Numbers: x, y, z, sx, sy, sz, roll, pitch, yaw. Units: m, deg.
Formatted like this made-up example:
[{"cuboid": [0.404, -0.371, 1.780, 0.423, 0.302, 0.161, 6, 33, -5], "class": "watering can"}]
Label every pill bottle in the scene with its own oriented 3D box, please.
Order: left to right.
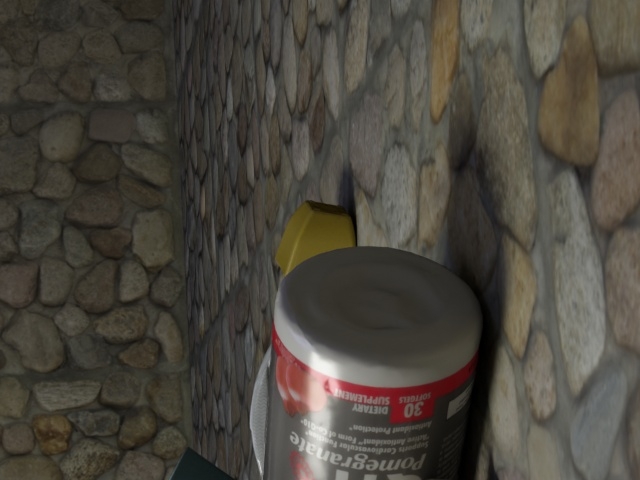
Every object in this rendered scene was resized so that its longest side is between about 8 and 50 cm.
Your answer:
[{"cuboid": [0.037, 0.180, 1.381, 0.176, 0.176, 0.318, -107, 18, -55], "class": "pill bottle"}]

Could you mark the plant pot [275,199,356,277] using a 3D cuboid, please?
[{"cuboid": [0.000, 0.000, 1.837, 0.081, 0.081, 0.083, -124, 46, -71], "class": "plant pot"}]

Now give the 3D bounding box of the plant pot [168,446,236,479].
[{"cuboid": [-0.131, 0.455, 1.911, 0.247, 0.252, 0.247, -61, 2, 24], "class": "plant pot"}]

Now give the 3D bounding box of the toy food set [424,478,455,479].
[{"cuboid": [0.119, 0.340, 1.191, 0.306, 0.092, 0.219, -126, 35, -71], "class": "toy food set"}]

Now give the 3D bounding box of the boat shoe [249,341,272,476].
[{"cuboid": [-0.022, 0.260, 1.857, 0.119, 0.121, 0.335, -34, -54, -87], "class": "boat shoe"}]
